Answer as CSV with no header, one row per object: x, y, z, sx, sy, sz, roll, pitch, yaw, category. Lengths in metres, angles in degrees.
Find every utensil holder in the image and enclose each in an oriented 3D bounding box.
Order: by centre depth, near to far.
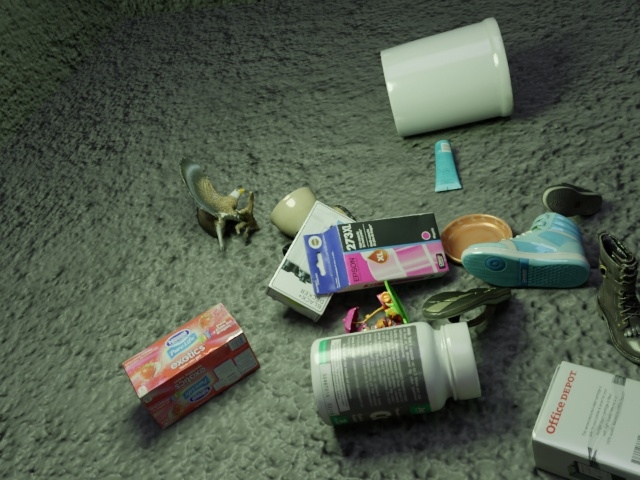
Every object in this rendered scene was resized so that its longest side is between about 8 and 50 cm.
0.422,-0.538,2.320,0.385,0.327,0.327,-12,41,10,utensil holder

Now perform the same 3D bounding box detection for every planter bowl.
-0.058,-0.070,2.122,0.162,0.162,0.109,-34,69,-17,planter bowl

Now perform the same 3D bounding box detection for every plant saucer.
0.438,0.003,1.935,0.200,0.037,0.200,-10,41,9,plant saucer

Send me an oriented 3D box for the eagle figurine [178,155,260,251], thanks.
-0.336,-0.116,2.222,0.298,0.226,0.225,24,17,18,eagle figurine

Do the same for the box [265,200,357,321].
-0.010,0.057,1.897,0.169,0.087,0.290,30,69,0,box

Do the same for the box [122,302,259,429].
-0.330,0.322,1.779,0.300,0.154,0.142,-32,42,-14,box

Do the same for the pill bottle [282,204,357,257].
0.000,0.000,2.033,0.219,0.123,0.123,-36,44,-19,pill bottle

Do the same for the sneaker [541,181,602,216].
0.665,-0.120,1.912,0.222,0.083,0.118,5,19,-33,sneaker

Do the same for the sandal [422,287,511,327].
0.371,0.167,1.674,0.303,0.086,0.120,-5,5,-42,sandal

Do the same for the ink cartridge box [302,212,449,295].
0.149,0.034,1.857,0.371,0.069,0.176,-8,72,-11,ink cartridge box

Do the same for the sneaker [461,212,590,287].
0.539,0.014,1.820,0.319,0.127,0.208,7,47,10,sneaker

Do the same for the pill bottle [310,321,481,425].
0.171,0.299,1.579,0.361,0.204,0.204,-11,41,9,pill bottle

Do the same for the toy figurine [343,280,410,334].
0.142,0.215,1.780,0.159,0.130,0.173,-29,65,8,toy figurine

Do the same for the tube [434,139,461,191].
0.401,-0.236,2.206,0.080,0.052,0.207,-11,46,16,tube

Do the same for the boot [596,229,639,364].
0.691,0.128,1.558,0.091,0.229,0.263,-19,41,-1,boot

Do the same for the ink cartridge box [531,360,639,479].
0.599,0.390,1.385,0.289,0.121,0.211,13,50,31,ink cartridge box
